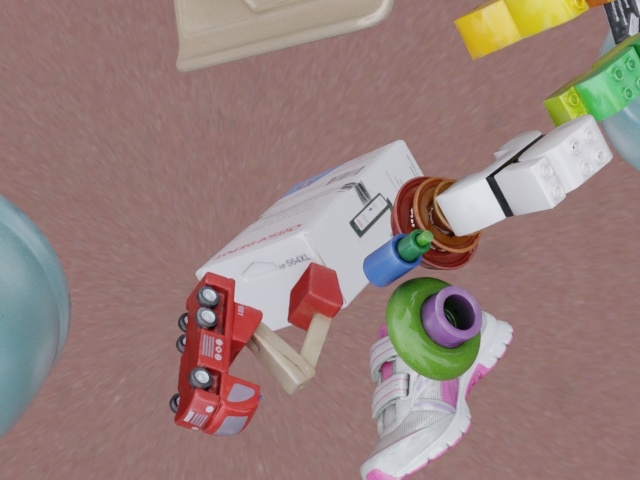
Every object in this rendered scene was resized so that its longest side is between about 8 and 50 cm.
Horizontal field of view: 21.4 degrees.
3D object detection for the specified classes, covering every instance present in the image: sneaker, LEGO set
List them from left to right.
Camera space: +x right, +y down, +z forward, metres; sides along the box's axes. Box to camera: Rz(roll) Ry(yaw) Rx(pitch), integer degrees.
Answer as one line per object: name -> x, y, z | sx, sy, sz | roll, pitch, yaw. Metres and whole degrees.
sneaker -> 0.087, 0.136, 1.609 | 0.111, 0.103, 0.252 | 41, 43, -8
LEGO set -> 0.138, -0.098, 0.700 | 0.227, 0.093, 0.087 | -37, 103, -31

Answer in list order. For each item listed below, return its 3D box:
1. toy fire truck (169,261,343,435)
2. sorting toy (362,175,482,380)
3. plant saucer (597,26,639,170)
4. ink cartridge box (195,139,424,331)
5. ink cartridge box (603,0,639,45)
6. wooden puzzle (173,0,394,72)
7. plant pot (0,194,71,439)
toy fire truck -> -0.051, 0.090, 1.419 | 0.135, 0.047, 0.192 | 20, 44, -18
sorting toy -> 0.056, 0.011, 0.784 | 0.061, 0.042, 0.102 | 12, 61, -29
plant saucer -> 0.322, -0.152, 1.554 | 0.037, 0.195, 0.195 | 2, 87, -45
ink cartridge box -> 0.000, 0.000, 1.622 | 0.148, 0.203, 0.086 | -20, 106, 40
ink cartridge box -> 0.269, -0.278, 1.432 | 0.097, 0.046, 0.207 | -13, 107, 28
wooden puzzle -> -0.037, -0.262, 1.313 | 0.221, 0.044, 0.238 | -8, 85, 40
plant pot -> -0.385, 0.103, 1.514 | 0.293, 0.196, 0.293 | 1, 122, 2
